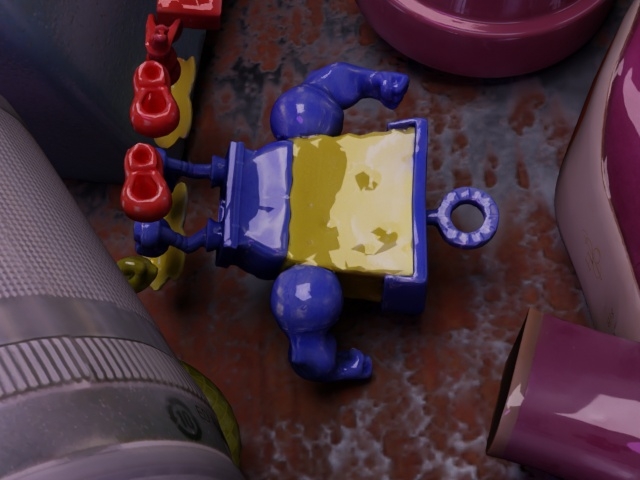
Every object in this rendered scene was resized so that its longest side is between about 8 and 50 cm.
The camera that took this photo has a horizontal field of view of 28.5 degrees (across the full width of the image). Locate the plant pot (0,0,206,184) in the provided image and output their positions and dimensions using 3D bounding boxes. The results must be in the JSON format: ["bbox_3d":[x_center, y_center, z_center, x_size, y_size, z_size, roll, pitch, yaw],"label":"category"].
[{"bbox_3d":[-0.231,-0.197,0.835,0.248,0.252,0.247,6,76,17],"label":"plant pot"}]

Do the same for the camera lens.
[{"bbox_3d":[-0.169,0.075,0.498,0.219,0.219,0.274,-32,61,-11],"label":"camera lens"}]

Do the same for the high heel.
[{"bbox_3d":[0.227,-0.002,0.737,0.181,0.127,0.377,19,62,6],"label":"high heel"}]

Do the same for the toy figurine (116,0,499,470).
[{"bbox_3d":[0.000,0.000,0.719,0.217,0.191,0.362,3,68,-4],"label":"toy figurine"}]

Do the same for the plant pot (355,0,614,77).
[{"bbox_3d":[0.121,-0.241,0.850,0.201,0.180,0.201,1,62,-1],"label":"plant pot"}]
